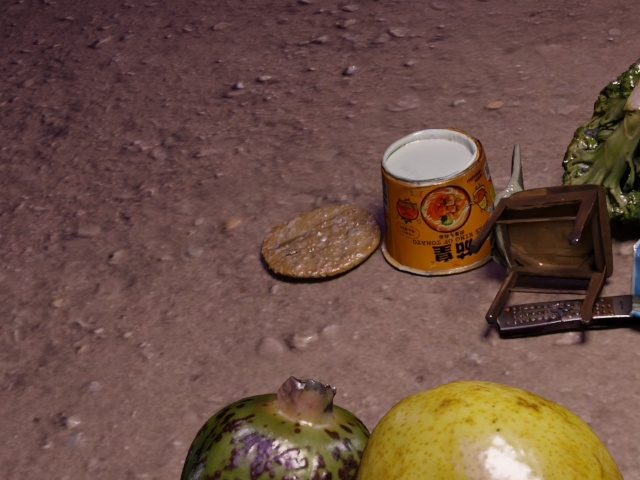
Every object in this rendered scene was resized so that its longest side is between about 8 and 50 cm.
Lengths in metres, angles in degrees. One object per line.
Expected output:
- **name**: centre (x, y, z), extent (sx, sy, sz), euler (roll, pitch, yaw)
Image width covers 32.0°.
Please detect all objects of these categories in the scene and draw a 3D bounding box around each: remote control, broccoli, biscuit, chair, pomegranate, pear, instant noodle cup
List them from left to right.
- **pomegranate**: centre (-0.037, 0.281, 1.300), extent (0.254, 0.270, 0.254), euler (16, 11, -3)
- **biscuit**: centre (0.000, 0.001, 1.911), extent (0.219, 0.033, 0.220), euler (-10, 31, 6)
- **instant noodle cup**: centre (0.192, -0.070, 1.817), extent (0.215, 0.172, 0.216), euler (-9, 34, 6)
- **pear**: centre (0.170, 0.290, 1.146), extent (0.304, 0.304, 0.304), euler (-10, 33, 6)
- **chair**: centre (0.343, -0.016, 1.672), extent (0.186, 0.160, 0.319), euler (-2, 28, 26)
- **remote control**: centre (0.363, 0.109, 1.617), extent (0.212, 0.028, 0.059), euler (-6, 37, 12)
- **broccoli**: centre (0.533, -0.150, 1.722), extent (0.303, 0.283, 0.321), euler (25, 75, 27)

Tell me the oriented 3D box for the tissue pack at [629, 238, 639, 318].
- **tissue pack**: centre (0.585, 0.044, 1.509), extent (0.263, 0.146, 0.198), euler (20, 44, 34)
